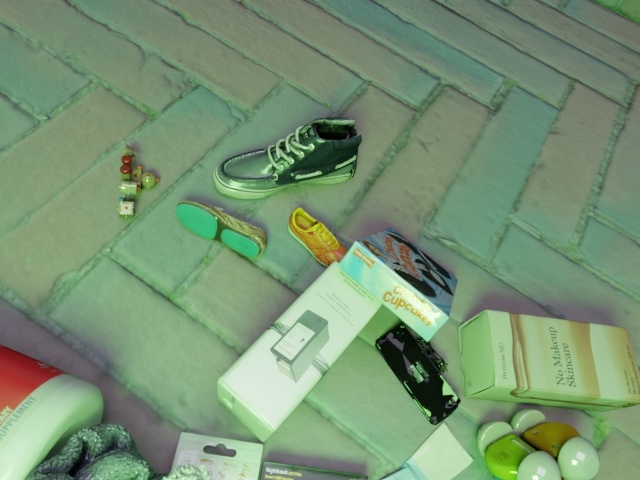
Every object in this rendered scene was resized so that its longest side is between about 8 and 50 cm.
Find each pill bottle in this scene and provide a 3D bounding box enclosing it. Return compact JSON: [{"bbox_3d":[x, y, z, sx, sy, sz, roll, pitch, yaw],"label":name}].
[{"bbox_3d":[-0.551,0.239,0.641,0.407,0.229,0.229,22,59,1],"label":"pill bottle"}]

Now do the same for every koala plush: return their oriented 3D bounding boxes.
[{"bbox_3d":[-0.248,0.363,0.617,0.221,0.196,0.203,11,20,5],"label":"koala plush"}]

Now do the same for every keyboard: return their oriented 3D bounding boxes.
[{"bbox_3d":[0.200,0.254,0.902,0.100,0.038,0.192,-35,72,-1],"label":"keyboard"}]

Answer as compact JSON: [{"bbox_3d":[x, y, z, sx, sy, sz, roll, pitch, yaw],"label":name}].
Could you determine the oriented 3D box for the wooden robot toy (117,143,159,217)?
[{"bbox_3d":[-0.385,-0.130,0.976,0.079,0.076,0.173,4,60,-22],"label":"wooden robot toy"}]

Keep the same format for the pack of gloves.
[{"bbox_3d":[0.201,0.459,0.772,0.232,0.046,0.195,-29,71,-24],"label":"pack of gloves"}]

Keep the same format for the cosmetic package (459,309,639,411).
[{"bbox_3d":[0.440,0.238,0.894,0.296,0.129,0.153,7,61,-7],"label":"cosmetic package"}]

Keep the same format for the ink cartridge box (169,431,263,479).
[{"bbox_3d":[-0.178,0.414,0.732,0.145,0.045,0.179,11,50,-5],"label":"ink cartridge box"}]

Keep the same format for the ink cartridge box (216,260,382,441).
[{"bbox_3d":[-0.038,0.194,0.784,0.115,0.198,0.273,40,62,11],"label":"ink cartridge box"}]

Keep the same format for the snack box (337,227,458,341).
[{"bbox_3d":[0.161,0.063,0.860,0.187,0.060,0.322,39,16,11],"label":"snack box"}]

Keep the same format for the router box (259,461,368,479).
[{"bbox_3d":[-0.017,0.441,0.737,0.179,0.046,0.133,11,60,-7],"label":"router box"}]

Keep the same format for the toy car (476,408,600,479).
[{"bbox_3d":[0.376,0.394,0.802,0.182,0.159,0.136,-11,100,-17],"label":"toy car"}]

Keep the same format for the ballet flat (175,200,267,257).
[{"bbox_3d":[-0.204,-0.030,0.965,0.206,0.073,0.067,30,32,3],"label":"ballet flat"}]

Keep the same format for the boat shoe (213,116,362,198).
[{"bbox_3d":[-0.069,-0.196,1.020,0.340,0.158,0.127,-13,64,-18],"label":"boat shoe"}]

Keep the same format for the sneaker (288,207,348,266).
[{"bbox_3d":[0.000,0.000,0.978,0.175,0.067,0.064,36,59,8],"label":"sneaker"}]
